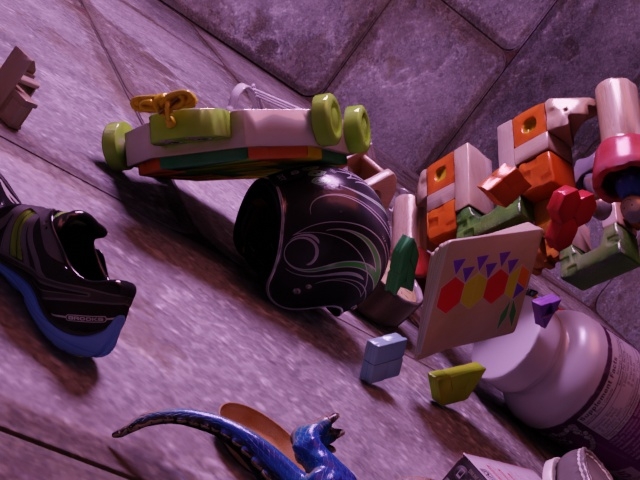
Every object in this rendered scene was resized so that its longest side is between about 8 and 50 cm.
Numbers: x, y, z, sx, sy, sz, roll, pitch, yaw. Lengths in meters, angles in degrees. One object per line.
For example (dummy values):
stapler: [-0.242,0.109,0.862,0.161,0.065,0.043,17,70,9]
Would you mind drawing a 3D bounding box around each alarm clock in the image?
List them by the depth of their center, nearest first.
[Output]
alarm clock: [0.055,0.041,1.344,0.192,0.064,0.129,42,18,-16]

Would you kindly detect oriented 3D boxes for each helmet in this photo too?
helmet: [0.000,0.000,1.158,0.161,0.169,0.169,5,26,-28]

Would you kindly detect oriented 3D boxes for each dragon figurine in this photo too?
dragon figurine: [0.016,0.181,0.617,0.289,0.085,0.144,35,10,-15]

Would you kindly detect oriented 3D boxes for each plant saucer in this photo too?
plant saucer: [-0.043,0.150,0.749,0.083,0.015,0.083,35,12,-8]

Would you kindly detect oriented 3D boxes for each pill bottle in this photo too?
pill bottle: [0.352,0.197,1.388,0.301,0.169,0.169,32,12,-22]

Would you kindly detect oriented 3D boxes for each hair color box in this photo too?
hair color box: [0.177,0.245,0.966,0.141,0.043,0.072,26,16,-48]

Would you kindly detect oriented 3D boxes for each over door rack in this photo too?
over door rack: [-0.003,-0.121,1.696,0.239,0.108,0.324,26,-7,23]

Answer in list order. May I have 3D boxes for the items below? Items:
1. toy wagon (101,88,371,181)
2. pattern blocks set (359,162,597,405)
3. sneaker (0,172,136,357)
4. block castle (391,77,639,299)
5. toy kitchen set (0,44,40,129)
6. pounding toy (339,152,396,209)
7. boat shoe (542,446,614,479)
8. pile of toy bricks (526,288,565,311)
toy wagon: [-0.103,-0.110,1.141,0.267,0.068,0.344,-5,0,18]
pattern blocks set: [0.177,0.052,1.157,0.325,0.285,0.026,3,20,-46]
sneaker: [-0.192,0.002,0.733,0.188,0.078,0.067,42,12,28]
block castle: [0.327,0.002,1.445,0.303,0.453,0.213,29,49,-33]
toy kitchen set: [-0.307,-0.161,1.088,0.083,0.068,0.075,43,12,26]
pounding toy: [0.040,-0.041,1.441,0.155,0.154,0.269,43,13,31]
boat shoe: [0.277,0.283,0.876,0.109,0.091,0.305,34,21,-27]
pile of toy bricks: [0.347,0.155,1.786,0.105,0.118,0.212,63,-13,-15]
